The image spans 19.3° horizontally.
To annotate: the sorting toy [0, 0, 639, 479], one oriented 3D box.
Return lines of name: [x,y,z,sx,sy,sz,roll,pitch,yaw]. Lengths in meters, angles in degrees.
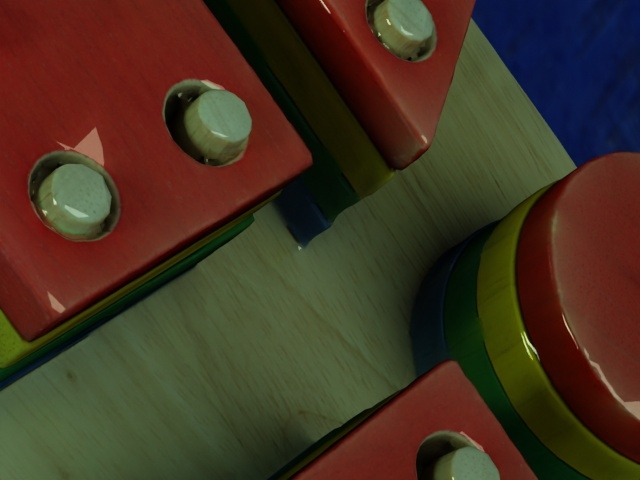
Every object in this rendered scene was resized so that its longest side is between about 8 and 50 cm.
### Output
sorting toy: [0.000,0.000,0.487,0.255,0.089,0.257,-33,86,-43]
